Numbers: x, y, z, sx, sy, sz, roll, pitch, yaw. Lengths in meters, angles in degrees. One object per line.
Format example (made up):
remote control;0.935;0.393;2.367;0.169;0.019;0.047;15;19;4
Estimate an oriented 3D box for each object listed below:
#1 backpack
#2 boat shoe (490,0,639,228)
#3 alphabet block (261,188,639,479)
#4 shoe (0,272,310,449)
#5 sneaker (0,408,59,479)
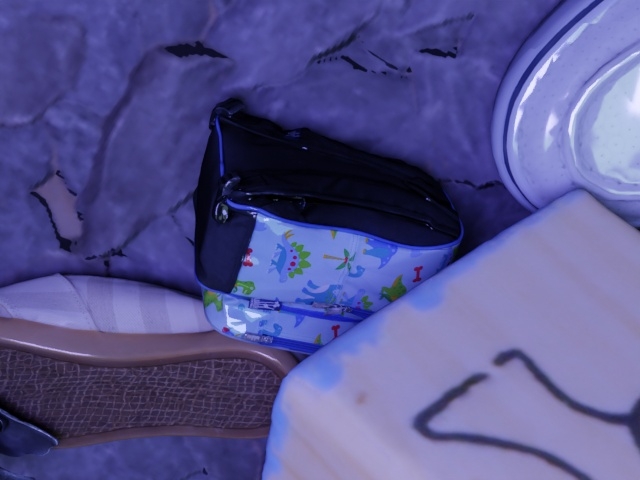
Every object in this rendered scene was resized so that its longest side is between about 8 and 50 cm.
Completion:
backpack;0.000;0.000;0.743;0.114;0.105;0.084;11;118;-12
boat shoe;0.252;-0.080;0.685;0.367;0.156;0.135;-17;109;5
alphabet block;0.104;0.131;0.682;0.197;0.192;0.193;40;143;28
shoe;-0.108;0.056;0.788;0.219;0.058;0.076;3;126;11
sneaker;-0.208;0.060;0.751;0.089;0.051;0.170;-20;122;37
